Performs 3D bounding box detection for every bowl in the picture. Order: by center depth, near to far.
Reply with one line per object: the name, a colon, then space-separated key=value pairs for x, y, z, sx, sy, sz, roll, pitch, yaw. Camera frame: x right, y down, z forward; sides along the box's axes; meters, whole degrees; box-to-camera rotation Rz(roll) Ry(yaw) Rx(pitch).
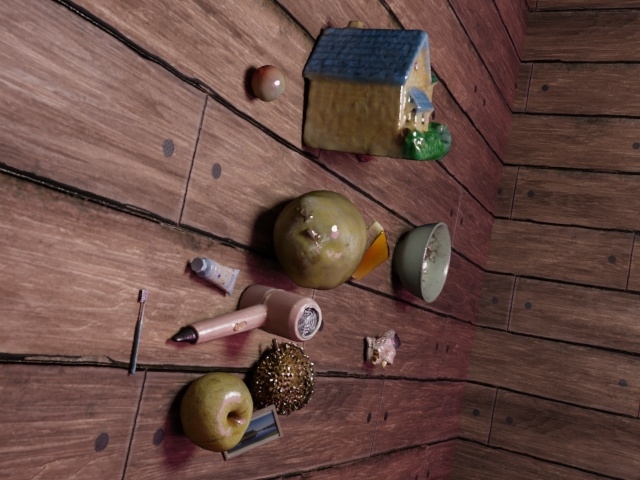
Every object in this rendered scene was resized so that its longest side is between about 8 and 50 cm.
bowl: x=0.350 y=0.067 z=2.543 sx=0.289 sy=0.146 sz=0.290 roll=-30 pitch=124 yaw=-56

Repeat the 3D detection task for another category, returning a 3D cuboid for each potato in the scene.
potato: x=0.000 y=0.000 z=1.773 sx=0.326 sy=0.220 sz=0.243 roll=-34 pitch=136 yaw=-70

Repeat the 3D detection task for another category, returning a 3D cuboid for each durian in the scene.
durian: x=-0.098 y=0.338 z=1.775 sx=0.196 sy=0.166 sz=0.196 roll=-10 pitch=90 yaw=-82

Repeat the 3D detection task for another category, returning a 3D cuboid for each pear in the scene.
pear: x=-0.225 y=0.367 z=1.532 sx=0.167 sy=0.136 sz=0.167 roll=-22 pitch=116 yaw=-55

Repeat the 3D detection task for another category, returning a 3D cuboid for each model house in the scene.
model house: x=0.184 y=-0.398 z=1.906 sx=0.382 sy=0.334 sz=0.343 roll=-13 pitch=109 yaw=-63

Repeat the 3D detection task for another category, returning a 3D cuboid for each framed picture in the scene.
framed picture: x=-0.168 y=0.458 z=1.696 sx=0.149 sy=0.011 sz=0.109 roll=-20 pitch=124 yaw=-12

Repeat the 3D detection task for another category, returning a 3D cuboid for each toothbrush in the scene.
toothbrush: x=-0.352 y=0.175 z=1.371 sx=0.014 sy=0.011 sz=0.167 roll=11 pitch=88 yaw=-58

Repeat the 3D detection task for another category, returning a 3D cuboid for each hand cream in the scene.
hand cream: x=-0.226 y=0.073 z=1.553 sx=0.170 sy=0.043 sz=0.065 roll=39 pitch=68 yaw=-64

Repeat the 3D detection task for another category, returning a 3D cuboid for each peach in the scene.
peach: x=-0.118 y=-0.356 z=1.606 sx=0.083 sy=0.083 sz=0.083 roll=-25 pitch=119 yaw=-58

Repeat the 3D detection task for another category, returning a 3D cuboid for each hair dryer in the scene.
hair dryer: x=-0.174 y=0.187 z=1.569 sx=0.344 sy=0.189 sz=0.107 roll=-13 pitch=109 yaw=-46

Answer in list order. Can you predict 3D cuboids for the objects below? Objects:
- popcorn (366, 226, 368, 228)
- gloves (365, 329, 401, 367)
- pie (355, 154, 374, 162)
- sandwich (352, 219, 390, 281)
popcorn: x=0.117 y=-0.023 z=2.152 sx=0.083 sy=0.059 sz=0.068 roll=42 pitch=25 yaw=-32
gloves: x=0.206 y=0.363 z=2.400 sx=0.144 sy=0.094 sz=0.111 roll=-9 pitch=97 yaw=-42
pie: x=0.148 y=-0.310 z=2.169 sx=0.153 sy=0.038 sz=0.154 roll=-21 pitch=115 yaw=-57
sandwich: x=0.127 y=0.042 z=2.137 sx=0.162 sy=0.058 sz=0.193 roll=-35 pitch=153 yaw=-9
